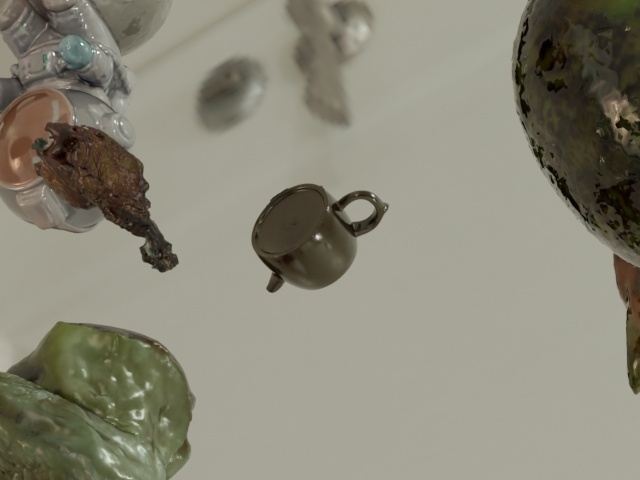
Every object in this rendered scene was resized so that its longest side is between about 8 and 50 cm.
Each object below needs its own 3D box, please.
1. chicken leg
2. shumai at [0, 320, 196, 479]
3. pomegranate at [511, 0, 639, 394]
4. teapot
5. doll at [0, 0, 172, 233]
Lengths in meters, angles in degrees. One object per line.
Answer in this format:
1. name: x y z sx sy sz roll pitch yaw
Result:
1. chicken leg: -0.087 -0.021 0.809 0.083 0.036 0.021 36 32 23
2. shumai: -0.238 0.219 1.920 0.263 0.309 0.304 -40 144 -45
3. pomegranate: 0.220 -0.049 1.021 0.276 0.204 0.222 61 24 -30
4. teapot: 0.000 0.000 1.554 0.068 0.121 0.076 47 16 -37
5. doll: -0.180 -0.130 1.448 0.151 0.151 0.287 37 46 -45
